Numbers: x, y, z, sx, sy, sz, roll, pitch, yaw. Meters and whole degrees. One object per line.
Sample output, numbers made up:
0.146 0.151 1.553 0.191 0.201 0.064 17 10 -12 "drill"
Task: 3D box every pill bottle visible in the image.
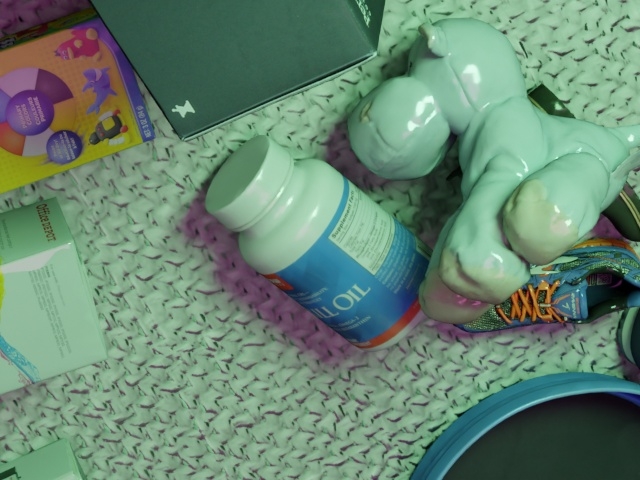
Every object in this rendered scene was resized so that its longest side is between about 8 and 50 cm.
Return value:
0.000 0.000 1.520 0.221 0.124 0.124 38 96 -24 "pill bottle"

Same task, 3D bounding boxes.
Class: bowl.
0.263 0.322 1.748 0.391 0.077 0.391 -6 112 -15 "bowl"

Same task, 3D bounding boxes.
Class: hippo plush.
0.151 -0.091 1.445 0.294 0.234 0.236 -41 87 13 "hippo plush"

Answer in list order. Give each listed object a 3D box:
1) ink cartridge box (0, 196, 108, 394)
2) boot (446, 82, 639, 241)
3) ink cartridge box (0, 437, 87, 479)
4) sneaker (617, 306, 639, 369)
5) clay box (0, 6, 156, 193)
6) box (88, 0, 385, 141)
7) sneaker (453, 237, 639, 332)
-0.298 0.058 1.450 0.176 0.128 0.127 -18 114 -9 "ink cartridge box"
0.234 -0.044 1.609 0.137 0.077 0.198 -41 103 6 "boot"
-0.310 0.310 1.566 0.208 0.087 0.153 -23 115 -6 "ink cartridge box"
0.413 0.010 1.642 0.112 0.131 0.319 7 108 -19 "sneaker"
-0.274 -0.116 1.432 0.222 0.053 0.127 -22 114 -9 "clay box"
-0.095 -0.313 1.244 0.179 0.312 0.343 -22 119 21 "box"
0.238 0.050 1.630 0.221 0.087 0.083 -14 113 -11 "sneaker"
